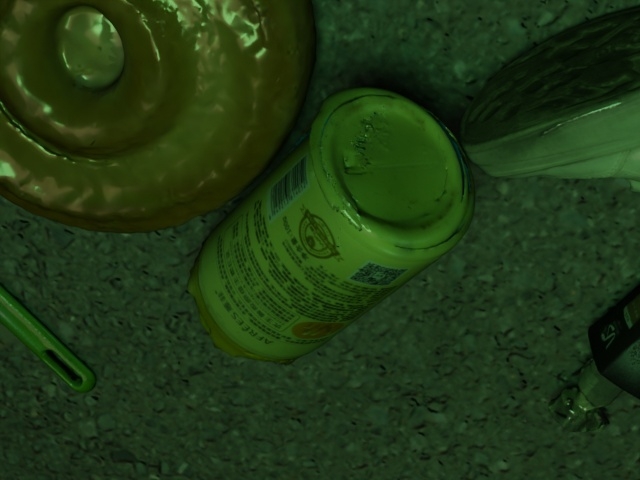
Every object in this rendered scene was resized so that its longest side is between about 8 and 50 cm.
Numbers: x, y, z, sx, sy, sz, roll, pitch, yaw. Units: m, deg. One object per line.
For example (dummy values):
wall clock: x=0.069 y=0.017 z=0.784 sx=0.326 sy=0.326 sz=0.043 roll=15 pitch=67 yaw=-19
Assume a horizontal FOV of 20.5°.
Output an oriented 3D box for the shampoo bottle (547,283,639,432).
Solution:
shampoo bottle: x=0.240 y=0.065 z=1.260 sx=0.063 sy=0.057 sz=0.208 roll=31 pitch=123 yaw=-15

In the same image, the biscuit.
biscuit: x=-0.150 y=-0.135 z=1.208 sx=0.296 sy=0.102 sz=0.296 roll=6 pitch=121 yaw=11

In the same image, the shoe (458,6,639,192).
shoe: x=0.259 y=-0.069 z=1.148 sx=0.316 sy=0.124 sz=0.159 roll=-15 pitch=122 yaw=20

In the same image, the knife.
knife: x=-0.259 y=0.050 z=1.382 sx=0.212 sy=0.015 sz=0.054 roll=44 pitch=119 yaw=-13

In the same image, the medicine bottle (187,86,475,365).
medicine bottle: x=0.000 y=0.000 z=1.201 sx=0.124 sy=0.124 sz=0.239 roll=36 pitch=146 yaw=-9
